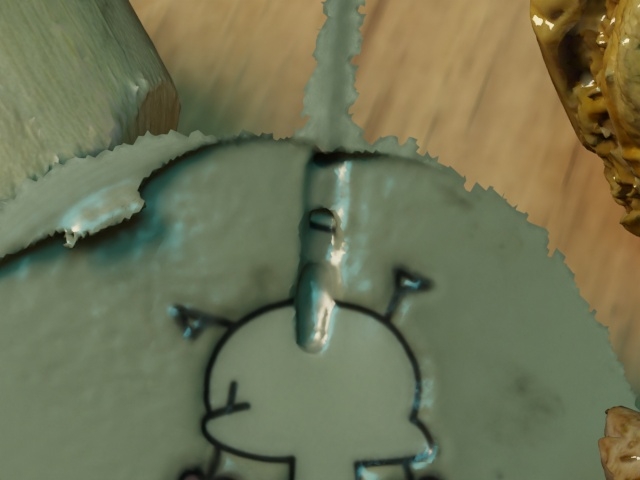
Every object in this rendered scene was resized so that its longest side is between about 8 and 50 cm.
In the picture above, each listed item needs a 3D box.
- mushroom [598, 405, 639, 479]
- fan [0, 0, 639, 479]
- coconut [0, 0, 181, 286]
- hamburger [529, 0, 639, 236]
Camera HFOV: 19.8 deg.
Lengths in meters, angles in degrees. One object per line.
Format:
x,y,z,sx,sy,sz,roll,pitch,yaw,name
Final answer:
0.059,0.123,0.450,0.080,0.135,0.171,0,69,57,mushroom
0.000,0.000,0.493,0.233,0.012,0.415,11,80,-18,fan
-0.128,-0.031,0.538,0.171,0.183,0.171,-20,16,6,coconut
0.139,-0.066,0.545,0.147,0.138,0.083,-33,38,4,hamburger
